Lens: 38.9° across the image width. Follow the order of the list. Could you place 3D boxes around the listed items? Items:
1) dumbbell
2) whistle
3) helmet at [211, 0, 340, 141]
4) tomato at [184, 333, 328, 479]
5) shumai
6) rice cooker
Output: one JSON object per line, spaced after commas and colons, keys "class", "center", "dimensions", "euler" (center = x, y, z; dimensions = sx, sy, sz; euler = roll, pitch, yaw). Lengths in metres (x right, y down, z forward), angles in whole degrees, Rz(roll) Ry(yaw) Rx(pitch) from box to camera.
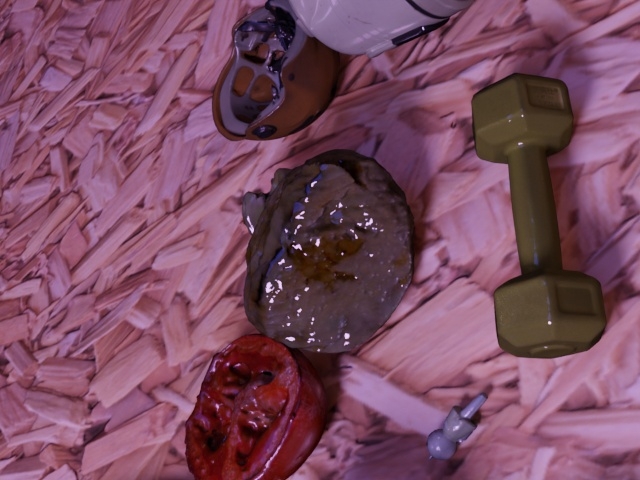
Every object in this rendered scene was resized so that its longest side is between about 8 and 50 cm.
{"class": "dumbbell", "center": [0.227, -0.028, 0.962], "dimensions": [0.108, 0.121, 0.302], "euler": [132, 140, -62]}
{"class": "whistle", "center": [0.151, 0.208, 1.009], "dimensions": [0.100, 0.035, 0.035], "euler": [-53, 47, 15]}
{"class": "helmet", "center": [-0.052, -0.232, 1.291], "dimensions": [0.224, 0.130, 0.198], "euler": [-44, 44, 44]}
{"class": "tomato", "center": [-0.073, 0.229, 1.179], "dimensions": [0.228, 0.101, 0.228], "euler": [-25, 51, 36]}
{"class": "shumai", "center": [0.000, 0.000, 1.156], "dimensions": [0.256, 0.189, 0.218], "euler": [-62, 23, 9]}
{"class": "rice cooker", "center": [0.086, -0.361, 1.147], "dimensions": [0.244, 0.226, 0.226], "euler": [-21, 62, 40]}
